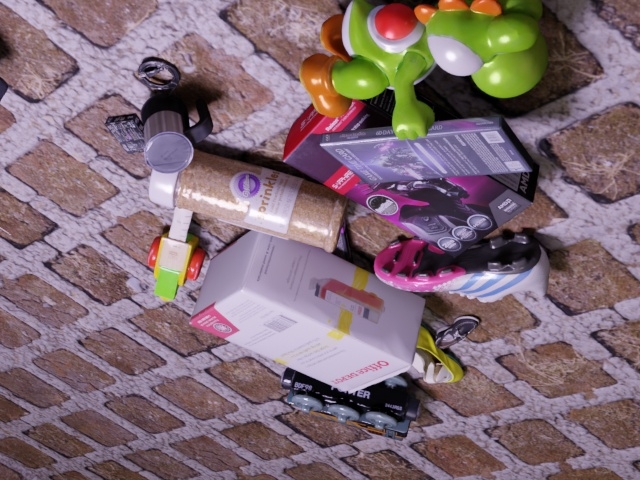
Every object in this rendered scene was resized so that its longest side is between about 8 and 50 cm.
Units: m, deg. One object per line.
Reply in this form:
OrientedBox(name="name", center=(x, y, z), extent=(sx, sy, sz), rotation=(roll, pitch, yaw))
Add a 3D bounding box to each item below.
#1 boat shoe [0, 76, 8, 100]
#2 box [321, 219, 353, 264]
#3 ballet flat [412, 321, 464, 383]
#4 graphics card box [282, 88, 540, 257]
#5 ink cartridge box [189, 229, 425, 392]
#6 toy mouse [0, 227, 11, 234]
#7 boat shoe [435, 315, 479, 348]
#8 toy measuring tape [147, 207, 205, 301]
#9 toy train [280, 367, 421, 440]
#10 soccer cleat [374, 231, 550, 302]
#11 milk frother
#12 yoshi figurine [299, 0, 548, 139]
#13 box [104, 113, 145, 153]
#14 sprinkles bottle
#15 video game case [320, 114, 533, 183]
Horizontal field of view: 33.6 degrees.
OrientedBox(name="boat shoe", center=(-0.720, -0.376, 1.752), extent=(0.500, 0.156, 0.187), rotation=(49, 163, -26))
OrientedBox(name="box", center=(0.000, 0.000, 2.079), extent=(0.116, 0.029, 0.162), rotation=(9, 143, 15))
OrientedBox(name="ballet flat", center=(0.236, 0.263, 2.294), extent=(0.077, 0.077, 0.231), rotation=(-9, 137, 33))
OrientedBox(name="graphics card box", center=(0.149, -0.129, 1.774), extent=(0.371, 0.094, 0.233), rotation=(28, 144, -17))
OrientedBox(name="ink cartridge box", center=(-0.026, 0.144, 2.136), extent=(0.385, 0.160, 0.279), rotation=(27, 151, -19))
OrientedBox(name="toy mouse", center=(-0.749, -0.041, 2.359), extent=(0.143, 0.031, 0.161), rotation=(13, 146, 8))
OrientedBox(name="boat shoe", center=(0.283, 0.193, 2.209), extent=(0.046, 0.038, 0.125), rotation=(33, 143, -21))
OrientedBox(name="toy measuring tape", center=(-0.280, -0.015, 2.153), extent=(0.121, 0.121, 0.330), rotation=(18, 123, 0))
OrientedBox(name="toy train", center=(0.072, 0.374, 2.484), extent=(0.334, 0.142, 0.190), rotation=(12, 155, 10))
OrientedBox(name="soccer cleat", center=(0.264, 0.068, 1.974), extent=(0.331, 0.116, 0.143), rotation=(-3, 140, 27))
OrientedBox(name="milk frother", center=(-0.268, -0.215, 1.805), extent=(0.129, 0.134, 0.143), rotation=(-39, 125, 16))
OrientedBox(name="yoshi figurine", center=(0.165, -0.252, 1.491), extent=(0.362, 0.203, 0.203), rotation=(-3, 100, 41))
OrientedBox(name="box", center=(-0.351, -0.197, 1.971), extent=(0.067, 0.018, 0.083), rotation=(-4, 140, 29))
OrientedBox(name="sprinkles bottle", center=(-0.129, -0.081, 1.943), extent=(0.356, 0.121, 0.121), rotation=(16, 146, 2))
OrientedBox(name="video game case", center=(0.163, -0.132, 1.596), extent=(0.274, 0.026, 0.196), rotation=(-2, 165, 24))
